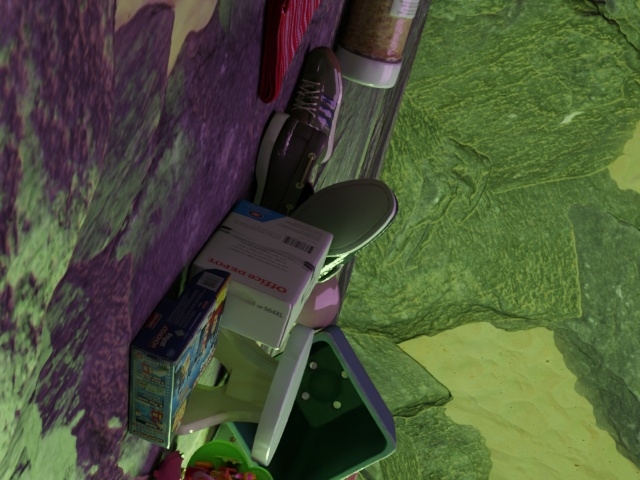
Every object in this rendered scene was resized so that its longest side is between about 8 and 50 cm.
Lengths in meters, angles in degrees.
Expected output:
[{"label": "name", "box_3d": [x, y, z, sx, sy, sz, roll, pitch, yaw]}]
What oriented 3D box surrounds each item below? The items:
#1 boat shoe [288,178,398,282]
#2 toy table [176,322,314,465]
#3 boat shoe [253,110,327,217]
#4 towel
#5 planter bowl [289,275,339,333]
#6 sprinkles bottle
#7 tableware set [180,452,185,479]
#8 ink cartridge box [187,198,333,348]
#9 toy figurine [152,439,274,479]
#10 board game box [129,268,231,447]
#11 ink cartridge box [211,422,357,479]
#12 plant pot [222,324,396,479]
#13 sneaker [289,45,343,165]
[{"label": "boat shoe", "box_3d": [0.000, 0.000, 1.815, 0.091, 0.302, 0.114, 20, 52, -55]}, {"label": "toy table", "box_3d": [-0.118, 0.216, 1.843, 0.252, 0.160, 0.274, -62, 170, -57]}, {"label": "boat shoe", "box_3d": [-0.053, -0.067, 1.861, 0.305, 0.091, 0.109, 102, 9, -48]}, {"label": "towel", "box_3d": [-0.020, -0.338, 1.627, 0.199, 0.031, 0.275, 102, 10, -54]}, {"label": "planter bowl", "box_3d": [-0.063, 0.093, 2.081, 0.109, 0.162, 0.162, -19, 134, -46]}, {"label": "sprinkles bottle", "box_3d": [0.123, -0.450, 2.092, 0.121, 0.121, 0.356, -54, 162, -69]}, {"label": "tableware set", "box_3d": [-0.252, 0.420, 1.927, 0.104, 0.024, 0.154, 102, 10, -47]}, {"label": "ink cartridge box", "box_3d": [-0.085, 0.043, 1.666, 0.203, 0.148, 0.086, -59, 169, -57]}, {"label": "toy figurine", "box_3d": [-0.181, 0.376, 1.847, 0.159, 0.173, 0.130, 21, 78, -61]}, {"label": "board game box", "box_3d": [-0.188, 0.158, 1.530, 0.194, 0.060, 0.194, -60, 168, -54]}, {"label": "ink cartridge box", "box_3d": [-0.080, 0.455, 2.325, 0.207, 0.283, 0.117, -63, 174, -48]}, {"label": "plant pot", "box_3d": [-0.009, 0.297, 2.208, 0.247, 0.248, 0.252, -30, -177, 13]}, {"label": "sneaker", "box_3d": [-0.014, -0.203, 1.882, 0.086, 0.064, 0.192, -32, 131, -56]}]
